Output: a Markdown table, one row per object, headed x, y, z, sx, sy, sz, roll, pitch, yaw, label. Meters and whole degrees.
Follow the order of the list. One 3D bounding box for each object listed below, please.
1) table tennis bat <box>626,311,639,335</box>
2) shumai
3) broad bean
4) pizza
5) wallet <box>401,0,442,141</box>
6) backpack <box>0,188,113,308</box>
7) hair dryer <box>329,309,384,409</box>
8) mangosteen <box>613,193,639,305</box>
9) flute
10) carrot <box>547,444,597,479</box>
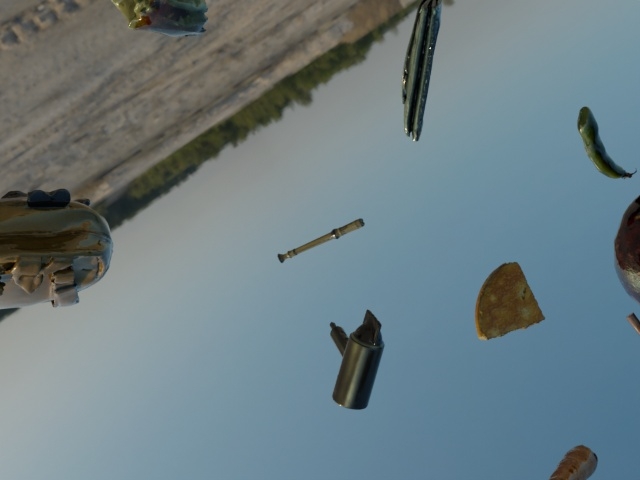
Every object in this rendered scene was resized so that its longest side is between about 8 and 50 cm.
| x | y | z | sx | sy | sz | roll | pitch | yaw | label |
| --- | --- | --- | --- | --- | --- | --- | --- | --- | --- |
| 0.661 | 0.254 | 1.742 | 0.119 | 0.170 | 0.107 | -36 | 176 | 10 | table tennis bat |
| -0.221 | -0.462 | 1.306 | 0.225 | 0.222 | 0.261 | -19 | 154 | -53 | shumai |
| 0.612 | -0.200 | 1.796 | 0.069 | 0.227 | 0.039 | -47 | -149 | 3 | broad bean |
| 0.367 | 0.132 | 1.607 | 0.175 | 0.134 | 0.046 | -54 | 177 | -16 | pizza |
| 0.249 | -0.449 | 2.061 | 0.075 | 0.342 | 0.237 | 9 | -147 | 6 | wallet |
| -0.531 | 0.019 | 1.453 | 0.353 | 0.201 | 0.378 | -7 | 171 | -43 | backpack |
| 0.060 | 0.209 | 1.737 | 0.248 | 0.077 | 0.196 | -128 | -130 | -63 | hair dryer |
| 0.778 | 0.022 | 1.684 | 0.306 | 0.306 | 0.359 | -37 | -159 | -17 | mangosteen |
| 0.000 | 0.000 | 1.898 | 0.233 | 0.027 | 0.027 | -25 | -167 | 25 | flute |
| 0.524 | 0.504 | 1.759 | 0.072 | 0.072 | 0.205 | -26 | 172 | 39 | carrot |
